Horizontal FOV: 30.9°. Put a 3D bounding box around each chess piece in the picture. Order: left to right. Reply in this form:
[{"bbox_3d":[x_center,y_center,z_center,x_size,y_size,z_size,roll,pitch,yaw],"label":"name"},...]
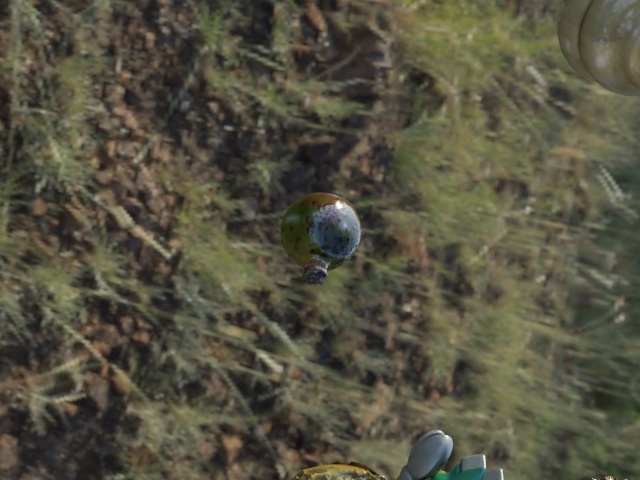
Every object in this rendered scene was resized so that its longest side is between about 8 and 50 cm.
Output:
[{"bbox_3d":[0.345,-0.176,1.102,0.142,0.261,0.143,-9,121,-16],"label":"chess piece"}]

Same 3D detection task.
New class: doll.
[{"bbox_3d":[0.214,0.455,2.155,0.153,0.258,0.195,-90,164,-49],"label":"doll"}]

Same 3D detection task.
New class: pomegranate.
[{"bbox_3d":[0.003,-0.006,1.676,0.130,0.130,0.130,-29,126,-51],"label":"pomegranate"}]

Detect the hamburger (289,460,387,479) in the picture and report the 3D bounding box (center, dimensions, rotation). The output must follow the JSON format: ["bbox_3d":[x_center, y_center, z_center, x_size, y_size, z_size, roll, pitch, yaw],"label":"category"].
[{"bbox_3d":[0.012,0.405,1.415,0.163,0.244,0.244,-11,111,-55],"label":"hamburger"}]

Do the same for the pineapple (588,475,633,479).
[{"bbox_3d":[0.526,0.527,2.091,0.137,0.161,0.176,-86,-164,-46],"label":"pineapple"}]
